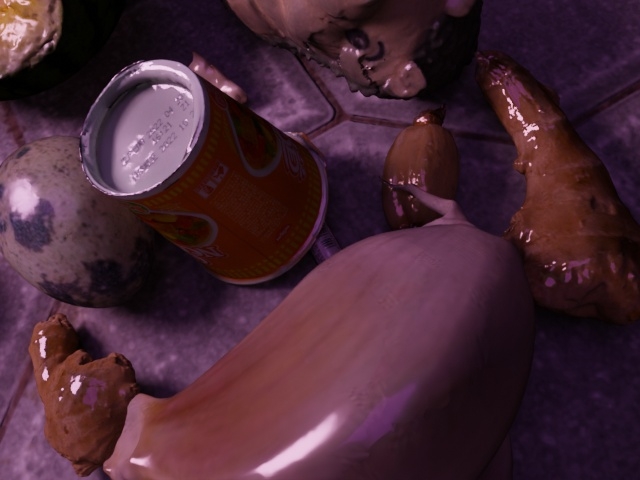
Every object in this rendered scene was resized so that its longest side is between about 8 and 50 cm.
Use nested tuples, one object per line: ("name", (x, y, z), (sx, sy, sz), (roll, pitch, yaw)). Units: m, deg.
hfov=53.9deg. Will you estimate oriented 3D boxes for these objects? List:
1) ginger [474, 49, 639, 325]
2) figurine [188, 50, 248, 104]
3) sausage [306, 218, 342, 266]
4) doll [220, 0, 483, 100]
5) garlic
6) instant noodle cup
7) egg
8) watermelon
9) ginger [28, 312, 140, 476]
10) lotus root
("ginger", (0.203, -0.055, 0.569), (0.131, 0.086, 0.294), (-13, 63, -8))
("figurine", (-0.124, -0.166, 0.701), (0.083, 0.047, 0.050), (41, 93, 15))
("sausage", (0.000, 0.000, 0.610), (0.029, 0.029, 0.223), (-28, 65, -3))
("doll", (0.009, -0.286, 0.631), (0.247, 0.247, 0.349), (-43, 81, -10))
("garlic", (0.048, 0.129, 0.471), (0.340, 0.231, 0.246), (-44, 27, -19))
("instant noodle cup", (-0.099, -0.061, 0.548), (0.168, 0.185, 0.168), (-7, 71, 21))
("egg", (-0.230, -0.016, 0.595), (0.141, 0.141, 0.181), (-35, 72, -7))
("watermelon", (-0.355, -0.273, 0.707), (0.331, 0.189, 0.330), (-4, 50, 5))
("ginger", (-0.213, 0.125, 0.569), (0.096, 0.067, 0.165), (-41, 65, 14))
("lotus root", (0.096, -0.063, 0.604), (0.073, 0.062, 0.150), (-2, 66, 36))
